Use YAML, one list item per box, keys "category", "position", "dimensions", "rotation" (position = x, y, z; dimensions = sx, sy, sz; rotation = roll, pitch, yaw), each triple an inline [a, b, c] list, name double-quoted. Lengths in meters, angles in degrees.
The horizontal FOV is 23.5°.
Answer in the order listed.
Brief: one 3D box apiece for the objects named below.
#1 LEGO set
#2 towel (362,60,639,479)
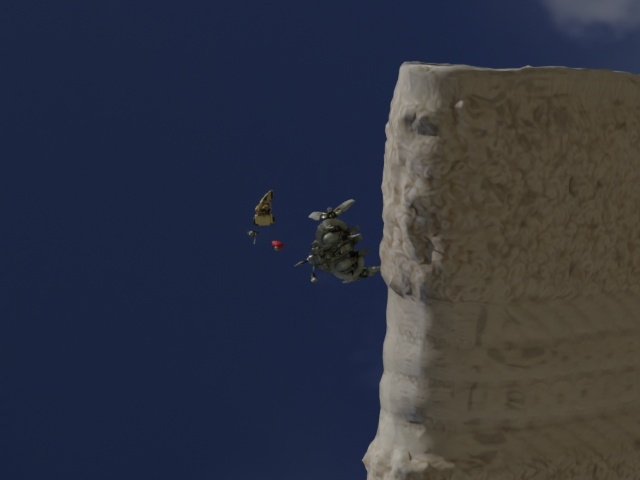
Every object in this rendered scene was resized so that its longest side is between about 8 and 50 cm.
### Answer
- category: "LEGO set"
  position: [-0.002, 0.002, 0.892]
  dimensions: [0.083, 0.023, 0.054]
  rotation: [6, -76, 0]
- category: "towel"
  position: [0.126, 0.044, 0.484]
  dimensions: [0.282, 0.049, 0.187]
  rotation: [-1, -84, -40]
